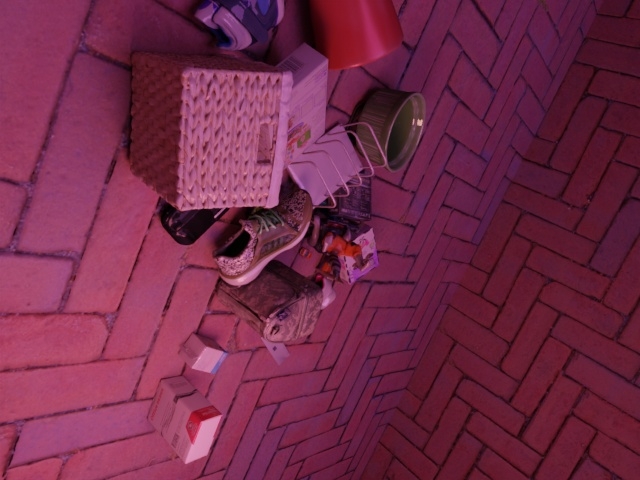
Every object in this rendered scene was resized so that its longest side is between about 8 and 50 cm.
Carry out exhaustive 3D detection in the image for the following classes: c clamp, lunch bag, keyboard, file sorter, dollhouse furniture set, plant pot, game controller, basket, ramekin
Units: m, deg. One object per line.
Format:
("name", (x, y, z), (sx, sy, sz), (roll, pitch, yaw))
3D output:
("c clamp", (0.148, -0.434, 1.820), (0.137, 0.022, 0.161), (2, 115, -46))
("lunch bag", (-0.177, 0.212, 1.651), (0.256, 0.305, 0.213), (-10, 122, -49))
("keyboard", (-0.191, 0.456, 2.070), (0.072, 0.014, 0.256), (-39, 141, -17))
("file sorter", (0.058, -0.259, 1.651), (0.277, 0.173, 0.193), (-40, 115, -24))
("dollhouse furniture set", (0.120, 0.051, 2.082), (0.259, 0.135, 0.262), (26, 94, -44))
("plant pot", (0.087, -0.664, 1.383), (0.275, 0.275, 0.243), (-41, 132, -24))
("game controller", (-0.329, -0.125, 1.441), (0.319, 0.067, 0.166), (-47, 158, -16))
("basket", (-0.274, -0.270, 1.147), (0.266, 0.331, 0.328), (-8, 118, -38))
("ramekin", (0.261, -0.423, 1.818), (0.303, 0.148, 0.303), (-41, 145, -38))

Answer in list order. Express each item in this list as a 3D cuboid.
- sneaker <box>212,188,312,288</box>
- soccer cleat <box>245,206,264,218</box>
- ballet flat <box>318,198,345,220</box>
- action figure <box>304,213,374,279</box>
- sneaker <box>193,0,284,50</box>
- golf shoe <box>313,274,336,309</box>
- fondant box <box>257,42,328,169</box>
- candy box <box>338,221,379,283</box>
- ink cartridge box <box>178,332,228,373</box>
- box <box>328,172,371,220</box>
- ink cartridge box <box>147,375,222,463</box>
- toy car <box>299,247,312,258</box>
("sneaker", (-0.186, -0.029, 1.555), (0.410, 0.158, 0.182), (-47, 153, -11))
("soccer cleat", (-0.206, -0.145, 1.567), (0.060, 0.072, 0.179), (-29, 158, -54))
("ballet flat", (0.045, -0.121, 1.890), (0.074, 0.074, 0.203), (-52, 138, -10))
("action figure", (0.000, 0.000, 1.740), (0.341, 0.330, 0.179), (14, 100, -21))
("sneaker", (-0.209, -0.617, 1.146), (0.236, 0.130, 0.323), (-44, 148, -26))
("golf shoe", (-0.063, 0.265, 2.015), (0.306, 0.115, 0.140), (-44, 133, -31))
("fondant box", (-0.092, -0.368, 1.412), (0.238, 0.096, 0.330), (-45, 163, -19))
("candy box", (0.145, 0.052, 1.959), (0.164, 0.070, 0.196), (-32, 129, -23))
("ink cartridge box", (-0.413, 0.392, 1.678), (0.090, 0.092, 0.143), (-56, 145, -5))
("box", (0.117, -0.176, 1.872), (0.231, 0.056, 0.183), (6, 82, -53))
("ink cartridge box", (-0.467, 0.603, 1.645), (0.100, 0.237, 0.172), (4, 112, -55))
("toy car", (-0.029, 0.028, 1.923), (0.122, 0.040, 0.060), (-47, 143, -16))
